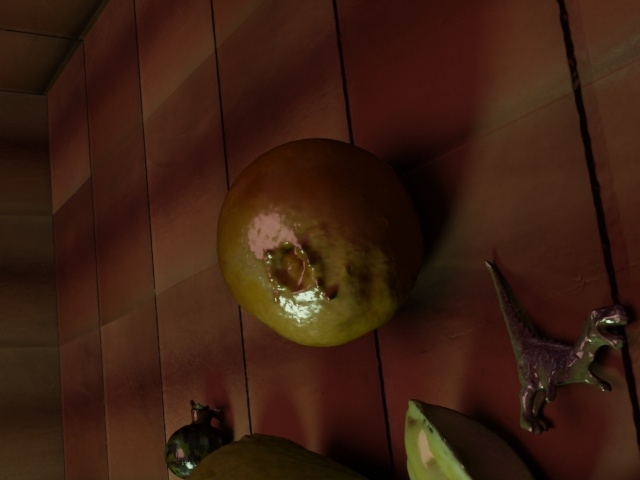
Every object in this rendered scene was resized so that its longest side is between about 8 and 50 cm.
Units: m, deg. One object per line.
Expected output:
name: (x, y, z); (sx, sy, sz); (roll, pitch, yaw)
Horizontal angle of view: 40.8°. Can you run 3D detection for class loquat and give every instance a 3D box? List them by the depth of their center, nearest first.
loquat: (0.000, 0.000, 1.307); (0.328, 0.329, 0.328); (-3, 87, 58)

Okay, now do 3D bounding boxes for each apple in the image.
apple: (0.207, 0.352, 1.150); (0.265, 0.120, 0.193); (-129, 36, -50)

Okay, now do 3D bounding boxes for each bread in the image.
bread: (-0.057, 0.504, 1.374); (0.308, 0.348, 0.348); (4, 93, 53)

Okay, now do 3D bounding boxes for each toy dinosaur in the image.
toy dinosaur: (0.281, 0.141, 1.098); (0.251, 0.072, 0.199); (-167, 90, -70)

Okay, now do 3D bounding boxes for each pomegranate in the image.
pomegranate: (-0.264, 0.451, 1.907); (0.148, 0.148, 0.169); (-7, 52, 58)
